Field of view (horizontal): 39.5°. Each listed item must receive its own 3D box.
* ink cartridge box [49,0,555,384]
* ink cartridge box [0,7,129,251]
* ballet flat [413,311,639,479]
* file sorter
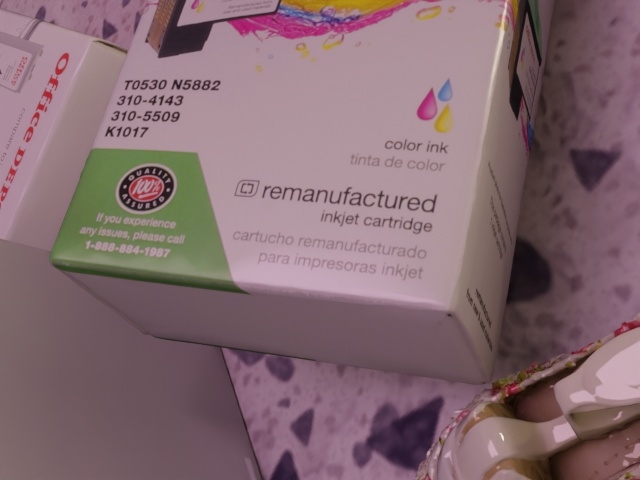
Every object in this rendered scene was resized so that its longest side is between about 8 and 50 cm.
[{"bbox_3d":[0.008,-0.082,0.481,0.201,0.117,0.278,5,67,21],"label":"ink cartridge box"},{"bbox_3d":[-0.259,-0.091,0.812,0.283,0.117,0.207,25,91,46],"label":"ink cartridge box"},{"bbox_3d":[0.115,0.083,0.412,0.241,0.077,0.091,-41,51,26],"label":"ballet flat"},{"bbox_3d":[-0.210,0.126,0.569,0.173,0.277,0.193,-46,48,27],"label":"file sorter"}]
